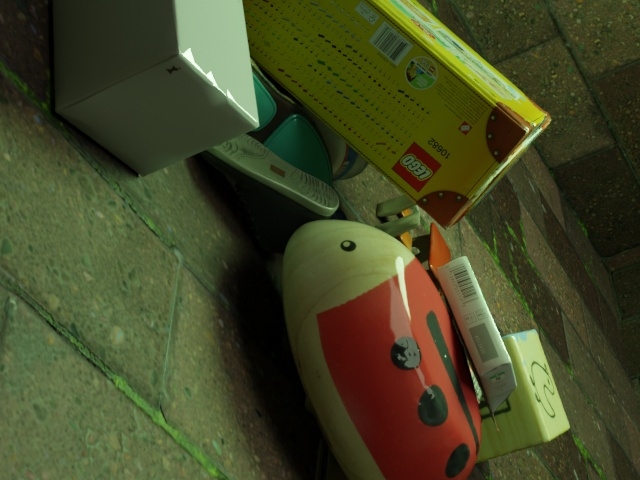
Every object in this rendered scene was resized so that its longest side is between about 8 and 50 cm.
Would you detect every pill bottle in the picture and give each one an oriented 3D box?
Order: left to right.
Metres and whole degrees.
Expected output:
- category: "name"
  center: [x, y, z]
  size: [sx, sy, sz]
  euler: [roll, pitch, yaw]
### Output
- category: "pill bottle"
  center: [0.017, -0.159, 1.939]
  size: [0.124, 0.124, 0.221]
  euler: [69, 20, 2]

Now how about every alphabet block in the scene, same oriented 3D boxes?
- category: "alphabet block"
  center: [0.315, 0.285, 2.138]
  size: [0.192, 0.193, 0.197]
  euler: [1, 69, -66]

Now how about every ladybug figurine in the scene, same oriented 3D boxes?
- category: "ladybug figurine"
  center: [0.098, 0.172, 1.605]
  size: [0.449, 0.162, 0.305]
  euler: [67, 26, -10]

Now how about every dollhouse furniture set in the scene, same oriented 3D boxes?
- category: "dollhouse furniture set"
  center: [0.218, 0.066, 2.190]
  size: [0.262, 0.135, 0.259]
  euler: [57, 24, -27]

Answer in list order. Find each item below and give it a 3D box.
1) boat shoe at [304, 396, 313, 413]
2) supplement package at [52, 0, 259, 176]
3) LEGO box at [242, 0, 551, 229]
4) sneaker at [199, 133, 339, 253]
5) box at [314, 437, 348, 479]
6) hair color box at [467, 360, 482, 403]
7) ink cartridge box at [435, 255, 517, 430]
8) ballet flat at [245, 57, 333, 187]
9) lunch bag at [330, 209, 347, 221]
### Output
- category: "boat shoe"
  center: [0.025, 0.202, 1.697]
  size: [0.170, 0.059, 0.063]
  euler: [-31, 102, -64]
- category: "supplement package"
  center: [-0.204, -0.261, 1.427]
  size: [0.177, 0.175, 0.293]
  euler: [41, 34, -53]
- category: "LEGO box"
  center: [0.100, -0.272, 1.850]
  size: [0.500, 0.193, 0.372]
  euler: [42, 17, 6]
- category: "sneaker"
  center: [-0.096, -0.063, 1.652]
  size: [0.222, 0.118, 0.083]
  euler: [31, 32, -10]
- category: "box"
  center: [0.048, 0.393, 1.625]
  size: [0.201, 0.021, 0.164]
  euler: [54, 25, -32]
- category: "hair color box"
  center: [0.172, 0.244, 1.864]
  size: [0.053, 0.167, 0.093]
  euler: [65, 21, -9]
- category: "ink cartridge box"
  center: [0.233, 0.153, 1.707]
  size: [0.225, 0.056, 0.181]
  euler: [61, 8, -57]
- category: "ballet flat"
  center: [-0.093, -0.180, 1.731]
  size: [0.348, 0.123, 0.123]
  euler: [49, 28, -45]
- category: "lunch bag"
  center: [0.000, 0.000, 1.806]
  size: [0.065, 0.067, 0.098]
  euler: [-5, 93, -68]
